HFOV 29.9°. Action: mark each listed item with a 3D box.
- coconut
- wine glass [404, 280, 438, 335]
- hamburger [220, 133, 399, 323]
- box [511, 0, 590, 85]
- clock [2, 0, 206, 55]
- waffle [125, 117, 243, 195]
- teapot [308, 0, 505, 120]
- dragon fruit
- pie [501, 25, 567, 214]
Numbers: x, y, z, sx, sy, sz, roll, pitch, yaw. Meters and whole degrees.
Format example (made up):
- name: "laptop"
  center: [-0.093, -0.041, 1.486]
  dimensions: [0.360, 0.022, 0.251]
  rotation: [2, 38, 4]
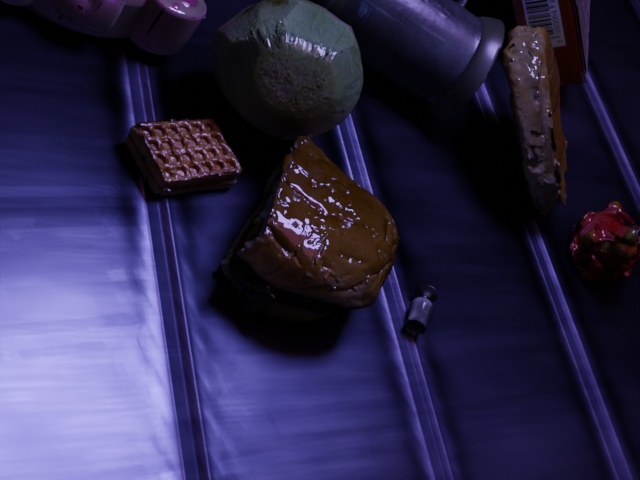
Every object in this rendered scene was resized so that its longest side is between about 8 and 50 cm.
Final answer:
- name: "coconut"
  center: [-0.044, -0.251, 1.729]
  dimensions: [0.204, 0.236, 0.236]
  rotation: [66, 30, -23]
- name: "wine glass"
  center: [0.143, 0.098, 1.724]
  dimensions: [0.039, 0.042, 0.083]
  rotation: [16, 39, 10]
- name: "hamburger"
  center: [0.000, 0.000, 1.608]
  dimensions: [0.211, 0.132, 0.309]
  rotation: [35, 36, -9]
- name: "box"
  center: [0.463, -0.554, 2.426]
  dimensions: [0.385, 0.122, 0.344]
  rotation: [-73, 151, -50]
- name: "clock"
  center: [-0.330, -0.407, 1.696]
  dimensions: [0.310, 0.114, 0.284]
  rotation: [9, 51, -37]
- name: "waffle"
  center: [-0.183, -0.113, 1.612]
  dimensions: [0.148, 0.042, 0.102]
  rotation: [-11, 65, -48]
- name: "teapot"
  center: [0.134, -0.394, 2.012]
  dimensions: [0.337, 0.270, 0.200]
  rotation: [30, 8, -17]
- name: "dragon fruit"
  center: [0.507, 0.007, 2.079]
  dimensions: [0.133, 0.208, 0.150]
  rotation: [26, 82, -4]
- name: "pie"
  center: [0.378, -0.211, 2.073]
  dimensions: [0.339, 0.083, 0.339]
  rotation: [-9, 90, -75]
